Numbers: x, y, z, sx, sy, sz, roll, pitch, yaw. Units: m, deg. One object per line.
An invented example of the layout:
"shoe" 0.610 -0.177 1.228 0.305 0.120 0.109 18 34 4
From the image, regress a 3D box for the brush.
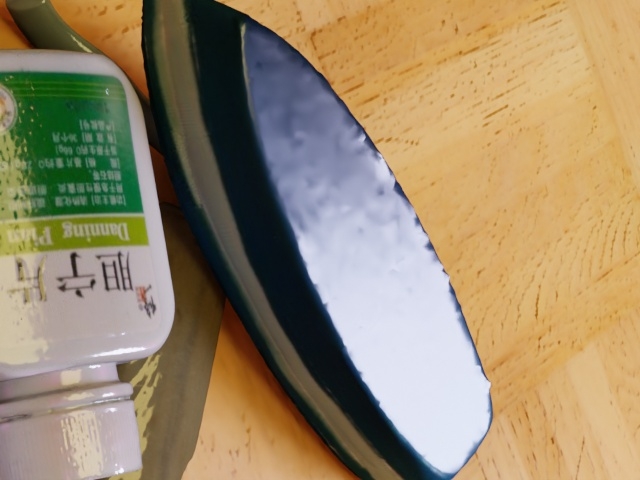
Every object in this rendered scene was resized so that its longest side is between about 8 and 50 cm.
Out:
"brush" -0.077 0.114 0.711 0.054 0.048 0.282 29 58 -35

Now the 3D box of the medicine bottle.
"medicine bottle" -0.123 0.013 0.673 0.119 0.069 0.183 -4 84 -46

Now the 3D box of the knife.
"knife" -0.073 -0.051 0.768 0.210 0.028 0.015 41 34 -30

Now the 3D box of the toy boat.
"toy boat" 0.000 0.000 0.765 0.096 0.062 0.299 -47 122 -29
